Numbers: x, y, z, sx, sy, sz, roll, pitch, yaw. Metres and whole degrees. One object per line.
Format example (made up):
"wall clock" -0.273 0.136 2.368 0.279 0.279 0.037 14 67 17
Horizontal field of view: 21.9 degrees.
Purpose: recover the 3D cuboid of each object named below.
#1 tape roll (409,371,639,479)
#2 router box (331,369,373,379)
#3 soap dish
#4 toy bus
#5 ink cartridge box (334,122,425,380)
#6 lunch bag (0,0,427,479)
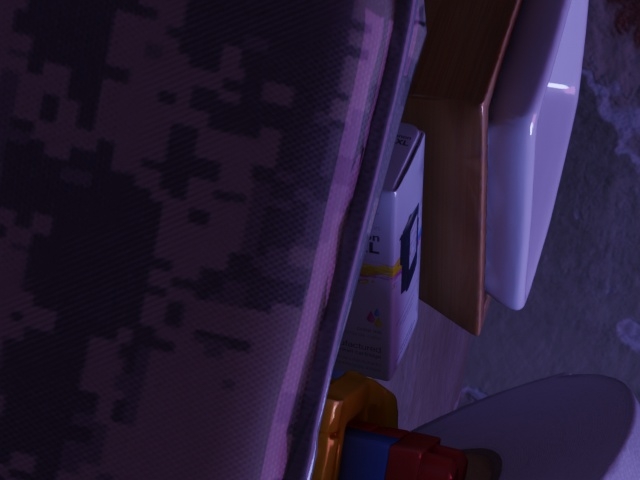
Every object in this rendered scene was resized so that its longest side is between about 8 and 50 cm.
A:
"tape roll" 0.039 0.212 0.998 0.072 0.392 0.392 57 22 -6
"router box" 0.024 -0.034 1.328 0.243 0.081 0.308 -54 152 -63
"soap dish" 0.127 -0.111 1.257 0.229 0.118 0.291 86 19 -45
"toy bus" -0.018 0.124 0.970 0.220 0.212 0.149 -9 108 -79
"ink cartridge box" 0.000 0.000 1.140 0.072 0.127 0.175 -63 159 -46
"lunch bag" -0.110 0.026 0.471 0.256 0.213 0.305 -122 -136 -83
